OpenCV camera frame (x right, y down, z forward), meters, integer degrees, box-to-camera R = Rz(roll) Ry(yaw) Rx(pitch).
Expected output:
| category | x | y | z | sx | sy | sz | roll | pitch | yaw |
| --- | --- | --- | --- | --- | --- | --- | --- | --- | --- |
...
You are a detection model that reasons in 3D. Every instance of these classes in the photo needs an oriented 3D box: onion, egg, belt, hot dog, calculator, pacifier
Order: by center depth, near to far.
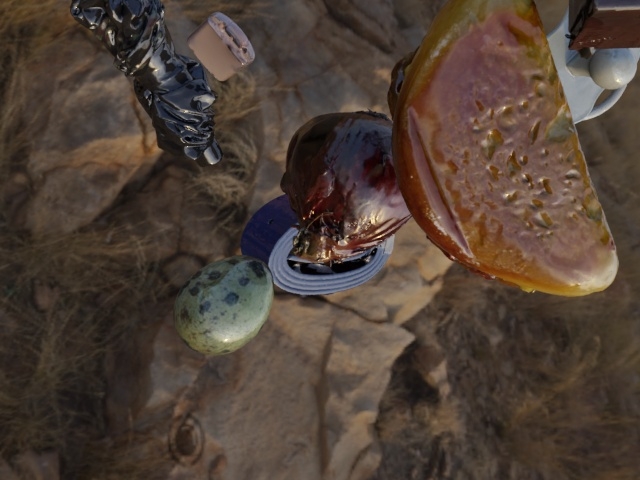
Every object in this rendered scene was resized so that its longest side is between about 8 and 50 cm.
| category | x | y | z | sx | sy | sz | roll | pitch | yaw |
| --- | --- | --- | --- | --- | --- | --- | --- | --- | --- |
| hot dog | 0.209 | -0.104 | 0.957 | 0.185 | 0.223 | 0.405 | -61 | 129 | -72 |
| egg | -0.150 | 0.101 | 1.227 | 0.182 | 0.141 | 0.141 | -43 | 117 | -16 |
| onion | 0.043 | -0.111 | 1.266 | 0.221 | 0.281 | 0.281 | 25 | 56 | -39 |
| calculator | -0.170 | -0.324 | 1.294 | 0.032 | 0.175 | 0.100 | -46 | 107 | -19 |
| pacifier | 0.530 | -0.334 | 1.484 | 0.238 | 0.287 | 0.226 | 45 | 7 | -20 |
| belt | 0.000 | 0.000 | 1.645 | 0.347 | 0.117 | 0.212 | -3 | 115 | -40 |

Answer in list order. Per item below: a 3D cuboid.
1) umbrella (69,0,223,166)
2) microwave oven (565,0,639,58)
| category | x | y | z | sx | sy | sz | roll | pitch | yaw |
| --- | --- | --- | --- | --- | --- | --- | --- | --- | --- |
| umbrella | -0.193 | -0.204 | 0.951 | 0.272 | 0.110 | 0.122 | 60 | 5 | -39 |
| microwave oven | 0.368 | -0.336 | 0.818 | 0.178 | 0.188 | 0.247 | -7 | 97 | -84 |
